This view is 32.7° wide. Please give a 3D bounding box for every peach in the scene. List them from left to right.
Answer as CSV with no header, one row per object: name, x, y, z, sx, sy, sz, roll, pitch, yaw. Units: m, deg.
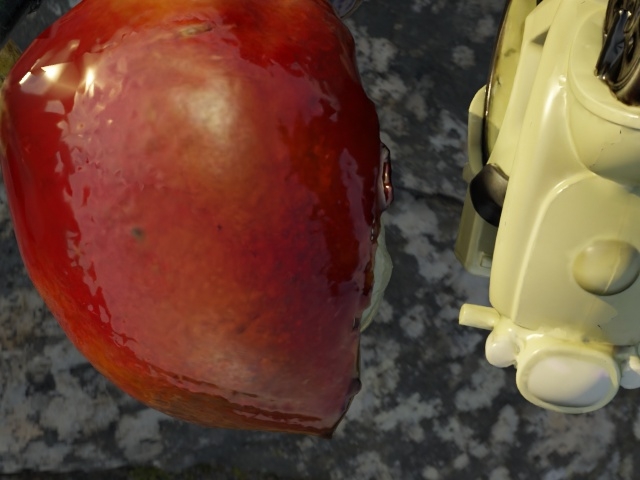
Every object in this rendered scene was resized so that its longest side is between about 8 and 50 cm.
peach,-0.065,-0.022,0.764,0.281,0.281,0.338,-35,92,-1

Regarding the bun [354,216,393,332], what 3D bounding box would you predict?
bun,0.000,0.000,1.140,0.127,0.222,0.222,-27,121,-46

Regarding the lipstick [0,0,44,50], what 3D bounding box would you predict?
lipstick,-0.240,-0.193,0.848,0.053,0.234,0.053,10,136,10

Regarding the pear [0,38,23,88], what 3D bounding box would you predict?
pear,-0.519,-0.192,1.447,0.271,0.271,0.271,-5,110,-14

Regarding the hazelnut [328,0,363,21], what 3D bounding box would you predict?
hazelnut,0.004,-0.397,1.673,0.170,0.160,0.202,-30,158,13

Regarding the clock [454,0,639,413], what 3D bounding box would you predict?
clock,0.160,-0.055,0.677,0.120,0.379,0.276,10,102,0
